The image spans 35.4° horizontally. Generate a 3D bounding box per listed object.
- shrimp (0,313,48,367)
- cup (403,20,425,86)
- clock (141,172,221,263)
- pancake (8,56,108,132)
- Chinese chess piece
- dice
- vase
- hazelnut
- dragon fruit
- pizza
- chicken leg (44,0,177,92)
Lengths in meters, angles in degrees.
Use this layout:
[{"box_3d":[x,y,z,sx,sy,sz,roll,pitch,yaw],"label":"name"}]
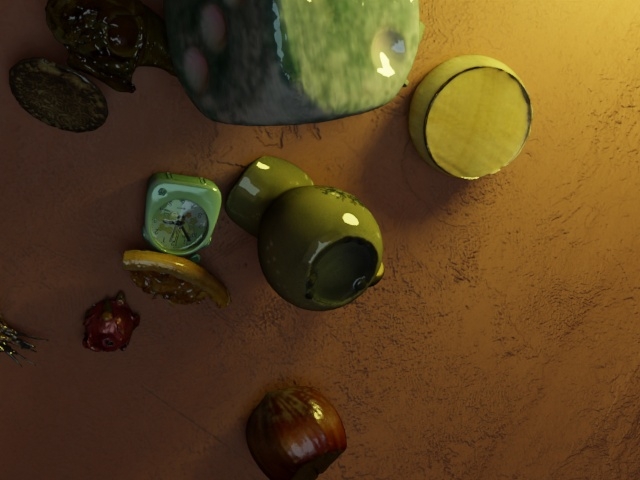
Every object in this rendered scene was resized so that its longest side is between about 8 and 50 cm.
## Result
[{"box_3d":[-0.686,0.152,1.941,0.343,0.116,0.145,30,125,-28],"label":"shrimp"},{"box_3d":[0.142,-0.374,1.968,0.120,0.120,0.141,30,89,-25],"label":"cup"},{"box_3d":[-0.287,-0.038,2.006,0.148,0.060,0.188,9,109,-20],"label":"clock"},{"box_3d":[-0.474,-0.260,1.812,0.199,0.021,0.199,13,147,9],"label":"pancake"},{"box_3d":[0.307,-0.253,2.065,0.257,0.104,0.257,-6,114,-13],"label":"Chinese chess piece"},{"box_3d":[-0.051,-0.390,1.725,0.331,0.328,0.348,-17,109,-38],"label":"dice"},{"box_3d":[0.000,0.000,2.010,0.329,0.302,0.240,24,104,-42],"label":"vase"},{"box_3d":[-0.056,0.429,2.221,0.212,0.180,0.181,-32,146,0],"label":"hazelnut"},{"box_3d":[-0.429,0.182,2.054,0.126,0.068,0.112,-34,117,1],"label":"dragon fruit"},{"box_3d":[-0.294,0.083,2.029,0.134,0.056,0.271,-27,141,24],"label":"pizza"},{"box_3d":[-0.317,-0.339,1.791,0.361,0.211,0.140,27,143,-21],"label":"chicken leg"}]
